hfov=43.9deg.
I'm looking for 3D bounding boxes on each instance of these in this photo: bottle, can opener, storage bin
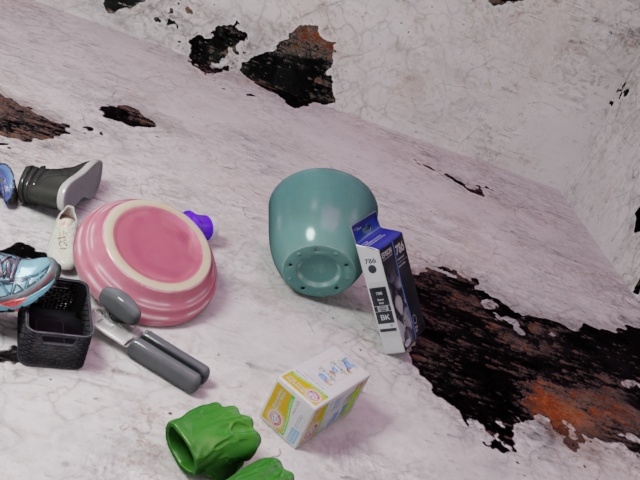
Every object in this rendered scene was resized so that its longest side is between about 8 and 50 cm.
[{"bbox_3d":[-0.381,-0.026,1.954,0.283,0.092,0.118,-4,42,-44],"label":"bottle"},{"bbox_3d":[-0.344,0.200,1.578,0.280,0.093,0.074,34,26,9],"label":"can opener"},{"bbox_3d":[-0.510,0.154,1.522,0.122,0.084,0.180,10,29,-26],"label":"storage bin"}]

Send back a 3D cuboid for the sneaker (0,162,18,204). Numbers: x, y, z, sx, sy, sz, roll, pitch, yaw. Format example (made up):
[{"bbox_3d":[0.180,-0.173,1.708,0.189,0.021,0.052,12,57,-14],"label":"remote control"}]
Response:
[{"bbox_3d":[-0.789,-0.153,1.890,0.087,0.083,0.221,-28,57,-29],"label":"sneaker"}]

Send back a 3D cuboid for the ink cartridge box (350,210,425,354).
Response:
[{"bbox_3d":[0.172,0.097,1.966,0.065,0.332,0.165,-11,12,29],"label":"ink cartridge box"}]

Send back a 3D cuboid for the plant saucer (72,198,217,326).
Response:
[{"bbox_3d":[-0.372,0.030,1.757,0.332,0.084,0.332,22,42,-21],"label":"plant saucer"}]

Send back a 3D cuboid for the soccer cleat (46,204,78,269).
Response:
[{"bbox_3d":[-0.573,-0.007,1.778,0.068,0.076,0.196,11,29,-24],"label":"soccer cleat"}]

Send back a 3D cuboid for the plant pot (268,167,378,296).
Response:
[{"bbox_3d":[0.000,0.000,2.029,0.293,0.293,0.235,18,41,-12],"label":"plant pot"}]

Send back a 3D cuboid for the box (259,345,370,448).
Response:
[{"bbox_3d":[-0.010,0.312,1.604,0.103,0.114,0.203,38,29,23],"label":"box"}]

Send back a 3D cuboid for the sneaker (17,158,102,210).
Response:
[{"bbox_3d":[-0.645,-0.153,1.967,0.147,0.104,0.295,12,19,2],"label":"sneaker"}]

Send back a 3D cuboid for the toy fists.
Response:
[{"bbox_3d":[-0.145,0.395,1.367,0.142,0.096,0.279,-14,46,-38],"label":"toy fists"}]

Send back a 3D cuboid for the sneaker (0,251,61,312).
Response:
[{"bbox_3d":[-0.612,0.065,1.448,0.262,0.125,0.104,-13,38,-3],"label":"sneaker"}]
